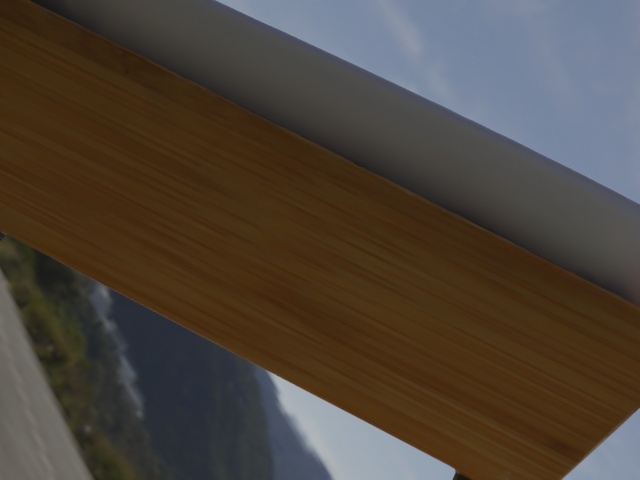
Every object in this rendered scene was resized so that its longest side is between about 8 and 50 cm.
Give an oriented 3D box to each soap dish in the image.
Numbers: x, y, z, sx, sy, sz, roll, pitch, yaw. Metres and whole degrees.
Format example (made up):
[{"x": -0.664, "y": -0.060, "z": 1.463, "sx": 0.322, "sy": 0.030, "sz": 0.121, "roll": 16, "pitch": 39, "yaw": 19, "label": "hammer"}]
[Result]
[{"x": 0.000, "y": 0.000, "z": 0.614, "sx": 0.290, "sy": 0.118, "sz": 0.229, "roll": 27, "pitch": -2, "yaw": 7, "label": "soap dish"}]
